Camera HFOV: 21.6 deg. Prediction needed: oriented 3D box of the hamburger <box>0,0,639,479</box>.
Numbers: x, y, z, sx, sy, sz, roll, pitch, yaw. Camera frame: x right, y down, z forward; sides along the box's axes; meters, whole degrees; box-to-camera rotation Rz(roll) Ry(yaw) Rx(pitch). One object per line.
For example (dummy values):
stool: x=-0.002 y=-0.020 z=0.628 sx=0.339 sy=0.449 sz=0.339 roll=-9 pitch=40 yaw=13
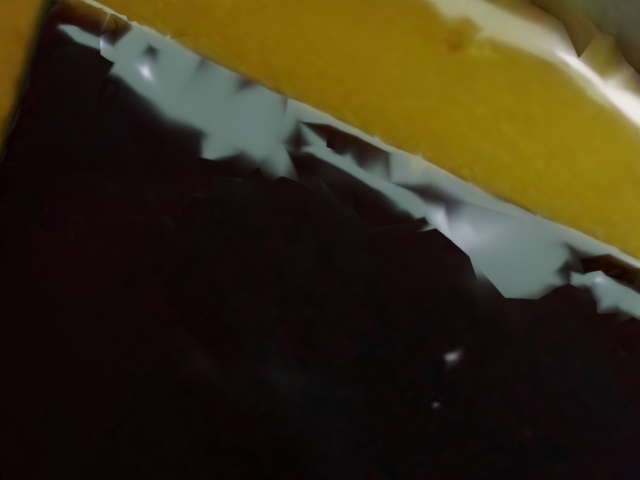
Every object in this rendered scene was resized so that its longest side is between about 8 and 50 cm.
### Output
hamburger: x=0.000 y=0.000 z=0.440 sx=0.300 sy=0.176 sz=0.300 roll=8 pitch=122 yaw=13
